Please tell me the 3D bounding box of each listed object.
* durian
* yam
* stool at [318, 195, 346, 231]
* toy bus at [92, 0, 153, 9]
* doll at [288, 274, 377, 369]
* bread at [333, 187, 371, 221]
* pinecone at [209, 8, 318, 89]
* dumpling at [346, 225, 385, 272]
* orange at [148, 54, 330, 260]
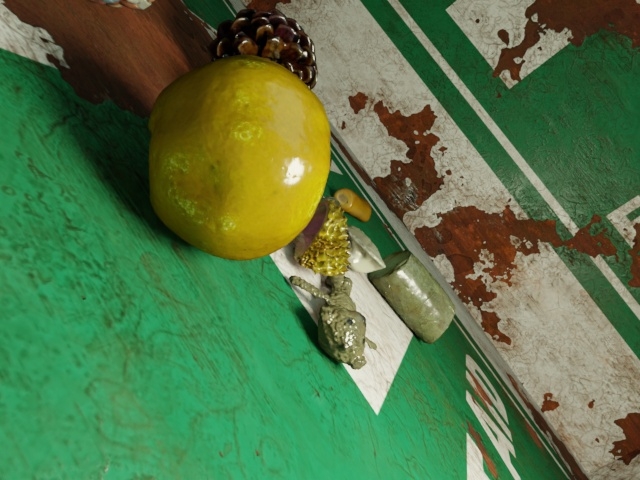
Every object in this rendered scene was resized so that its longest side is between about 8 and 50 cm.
[{"bbox_3d":[0.000,0.001,0.990,0.182,0.132,0.165,114,-40,-83],"label":"durian"},{"bbox_3d":[0.277,0.159,1.379,0.268,0.161,0.161,48,16,-9],"label":"yam"},{"bbox_3d":[0.016,-0.051,1.190,0.096,0.096,0.110,36,28,-47],"label":"stool"},{"bbox_3d":[-0.424,-0.566,0.897,0.232,0.194,0.288,62,12,-15],"label":"toy bus"},{"bbox_3d":[0.047,0.138,0.895,0.203,0.091,0.286,61,10,13],"label":"doll"},{"bbox_3d":[0.129,-0.133,1.734,0.093,0.074,0.239,54,14,22],"label":"bread"},{"bbox_3d":[-0.149,-0.451,1.195,0.242,0.298,0.296,70,-3,-45],"label":"pinecone"},{"bbox_3d":[0.092,0.017,1.252,0.150,0.092,0.177,47,15,-43],"label":"dumpling"},{"bbox_3d":[-0.115,-0.111,0.634,0.235,0.279,0.279,14,31,-19],"label":"orange"}]
